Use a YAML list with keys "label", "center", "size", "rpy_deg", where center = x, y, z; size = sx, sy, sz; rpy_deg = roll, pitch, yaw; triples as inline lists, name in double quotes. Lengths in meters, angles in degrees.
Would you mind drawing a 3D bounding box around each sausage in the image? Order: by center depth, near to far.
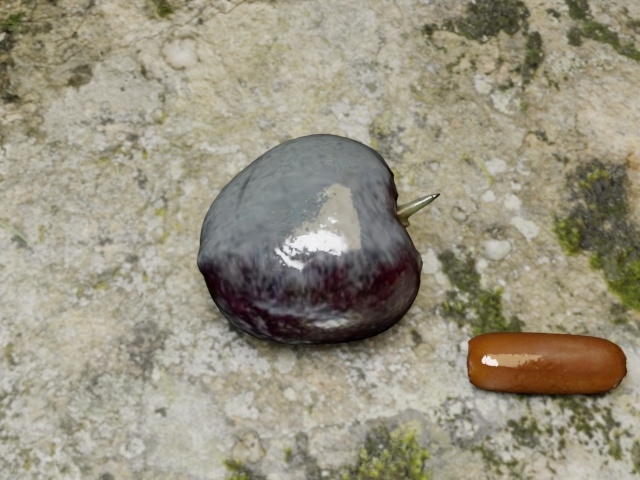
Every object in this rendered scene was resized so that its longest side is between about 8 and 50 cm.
- label: "sausage"
  center: [0.270, 0.147, 1.731]
  size: [0.197, 0.076, 0.076]
  rpy_deg: [3, 60, -6]

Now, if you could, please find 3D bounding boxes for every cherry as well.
- label: "cherry"
  center: [0.000, 0.000, 1.701]
  size: [0.296, 0.218, 0.255]
  rpy_deg: [-14, 69, -8]
